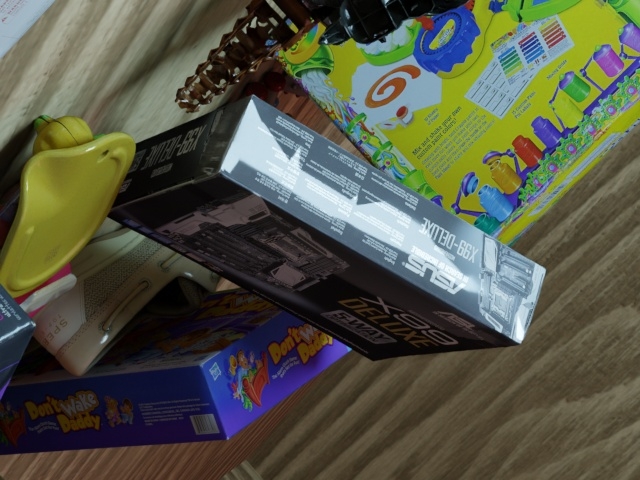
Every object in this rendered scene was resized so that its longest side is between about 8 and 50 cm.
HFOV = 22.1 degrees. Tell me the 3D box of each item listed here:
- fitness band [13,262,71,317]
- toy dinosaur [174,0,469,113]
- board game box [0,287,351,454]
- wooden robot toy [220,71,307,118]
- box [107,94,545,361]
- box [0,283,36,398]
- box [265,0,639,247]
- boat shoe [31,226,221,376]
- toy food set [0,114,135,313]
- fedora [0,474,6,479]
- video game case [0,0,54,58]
[{"bbox_3d":[-0.325,0.081,1.391,0.209,0.054,0.291,-47,170,24],"label":"fitness band"},{"bbox_3d":[0.026,-0.214,1.265,0.322,0.164,0.218,-64,-175,3],"label":"toy dinosaur"},{"bbox_3d":[-0.162,0.128,1.668,0.347,0.078,0.233,-10,-166,39],"label":"board game box"},{"bbox_3d":[-0.052,-0.106,1.583,0.173,0.079,0.076,-36,168,-36],"label":"wooden robot toy"},{"bbox_3d":[0.000,0.000,1.397,0.242,0.307,0.076,-12,-128,60],"label":"box"},{"bbox_3d":[-0.354,0.105,1.111,0.270,0.143,0.165,-35,168,-35],"label":"box"},{"bbox_3d":[0.159,-0.181,1.498,0.290,0.279,0.177,-45,170,17],"label":"box"},{"bbox_3d":[-0.158,0.031,1.658,0.341,0.110,0.121,-34,167,-41],"label":"boat shoe"},{"bbox_3d":[-0.226,-0.025,1.276,0.128,0.071,0.218,-35,164,-44],"label":"toy food set"},{"bbox_3d":[-0.379,0.205,1.508,0.194,0.194,0.079,-19,119,-67],"label":"fedora"},{"bbox_3d":[-0.198,-0.158,0.895,0.232,0.042,0.210,-45,170,12],"label":"video game case"}]
